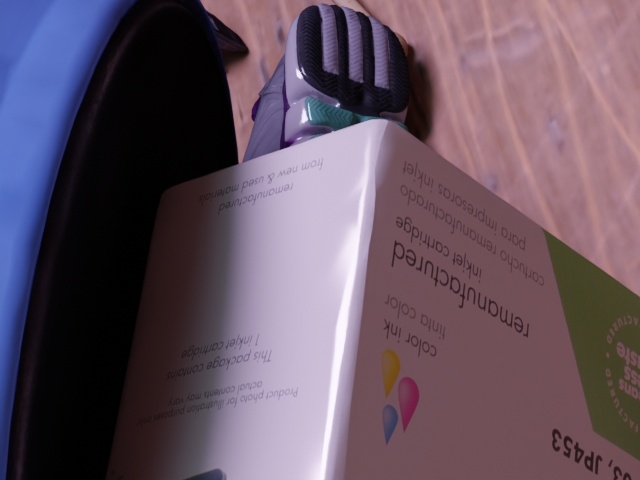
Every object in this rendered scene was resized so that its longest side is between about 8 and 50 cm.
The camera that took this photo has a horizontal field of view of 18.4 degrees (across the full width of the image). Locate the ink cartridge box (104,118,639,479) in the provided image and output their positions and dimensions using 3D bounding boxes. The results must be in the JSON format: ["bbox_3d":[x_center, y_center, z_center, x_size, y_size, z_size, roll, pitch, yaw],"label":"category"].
[{"bbox_3d":[0.022,0.164,0.693,0.119,0.207,0.353,-14,57,40],"label":"ink cartridge box"}]

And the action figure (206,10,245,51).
[{"bbox_3d":[-0.176,-0.040,1.117,0.285,0.099,0.185,-51,47,15],"label":"action figure"}]

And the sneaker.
[{"bbox_3d":[0.000,0.000,0.940,0.098,0.083,0.224,-47,33,49],"label":"sneaker"}]

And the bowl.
[{"bbox_3d":[-0.101,0.075,0.776,0.077,0.391,0.391,4,65,9],"label":"bowl"}]

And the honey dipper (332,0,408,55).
[{"bbox_3d":[0.005,-0.136,1.040,0.030,0.030,0.161,-50,44,10],"label":"honey dipper"}]
